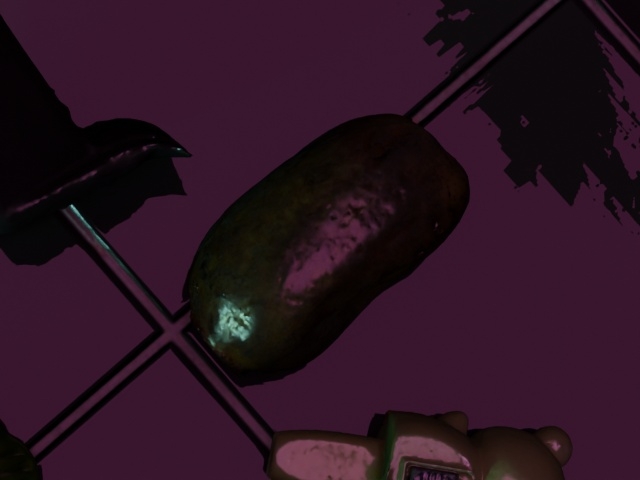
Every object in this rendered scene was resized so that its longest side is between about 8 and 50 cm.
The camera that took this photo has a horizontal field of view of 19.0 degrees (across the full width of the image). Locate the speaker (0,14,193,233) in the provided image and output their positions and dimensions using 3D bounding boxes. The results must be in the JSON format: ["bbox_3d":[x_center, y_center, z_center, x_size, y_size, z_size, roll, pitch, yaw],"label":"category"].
[{"bbox_3d":[-0.302,-0.178,1.617,0.184,0.180,0.388,-38,112,-6],"label":"speaker"}]

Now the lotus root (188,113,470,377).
[{"bbox_3d":[0.000,0.000,1.678,0.275,0.160,0.152,-44,99,-8],"label":"lotus root"}]

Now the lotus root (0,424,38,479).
[{"bbox_3d":[-0.328,0.223,1.620,0.186,0.186,0.186,1,83,-4],"label":"lotus root"}]

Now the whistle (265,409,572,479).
[{"bbox_3d":[0.096,0.212,1.685,0.288,0.106,0.131,10,85,-4],"label":"whistle"}]
